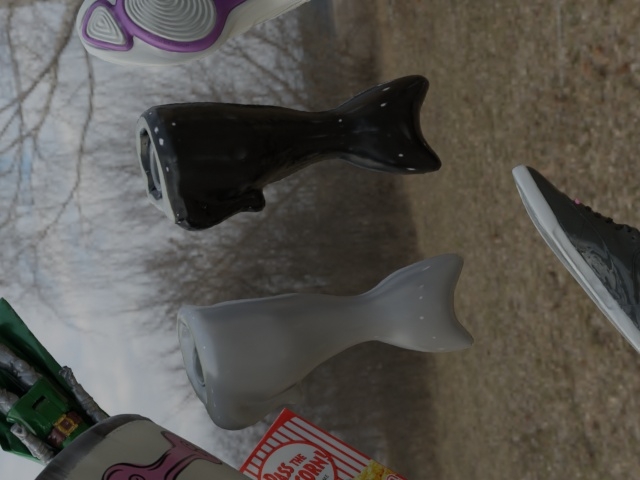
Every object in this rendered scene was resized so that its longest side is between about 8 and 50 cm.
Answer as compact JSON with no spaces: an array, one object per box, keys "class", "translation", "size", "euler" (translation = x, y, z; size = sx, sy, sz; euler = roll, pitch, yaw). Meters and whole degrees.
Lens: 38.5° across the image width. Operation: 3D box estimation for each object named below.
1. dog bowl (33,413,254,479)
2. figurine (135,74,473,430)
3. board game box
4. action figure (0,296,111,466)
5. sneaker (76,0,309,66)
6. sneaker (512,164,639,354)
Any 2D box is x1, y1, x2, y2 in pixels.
[{"class":"dog bowl","translation":[-0.116,0.326,0.580],"size":[0.408,0.150,0.408],"euler":[13,-90,-80]},{"class":"figurine","translation":[0.000,0.000,0.630],"size":[0.092,0.209,0.215],"euler":[175,82,-72]},{"class":"board game box","translation":[-0.006,0.321,1.156],"size":[0.147,0.193,0.045],"euler":[-51,-23,-31]},{"class":"action figure","translation":[-0.274,0.169,0.906],"size":[0.137,0.232,0.063],"euler":[-51,1,-32]},{"class":"sneaker","translation":[-0.111,-0.257,0.994],"size":[0.152,0.305,0.114],"euler":[-177,65,-77]},{"class":"sneaker","translation":[0.377,-0.006,1.162],"size":[0.296,0.147,0.104],"euler":[53,-172,11]}]
